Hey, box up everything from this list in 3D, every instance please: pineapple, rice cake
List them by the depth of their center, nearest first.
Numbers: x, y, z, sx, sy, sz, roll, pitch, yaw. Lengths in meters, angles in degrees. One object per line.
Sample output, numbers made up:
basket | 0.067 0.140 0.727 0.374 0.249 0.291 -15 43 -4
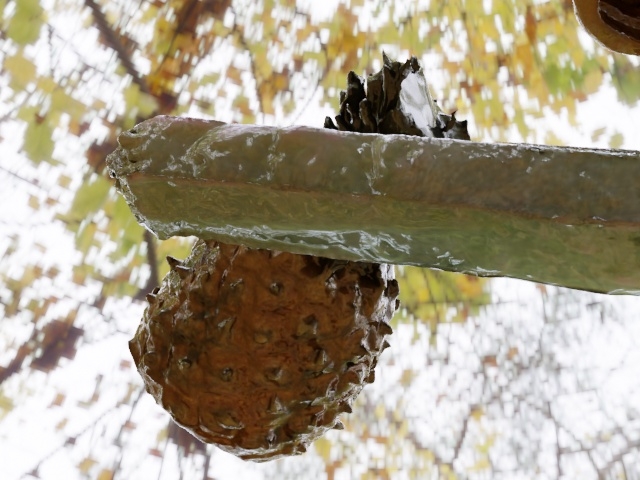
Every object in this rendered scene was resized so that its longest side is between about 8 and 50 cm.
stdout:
rice cake | 0.032 -0.013 0.536 0.210 0.034 0.043 6 -38 18
pineapple | 0.000 0.000 1.044 0.157 0.158 0.279 29 -67 -10

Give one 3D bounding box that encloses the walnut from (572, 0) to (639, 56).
walnut | 0.224 -0.193 0.955 0.211 0.087 0.167 -14 -42 -9
